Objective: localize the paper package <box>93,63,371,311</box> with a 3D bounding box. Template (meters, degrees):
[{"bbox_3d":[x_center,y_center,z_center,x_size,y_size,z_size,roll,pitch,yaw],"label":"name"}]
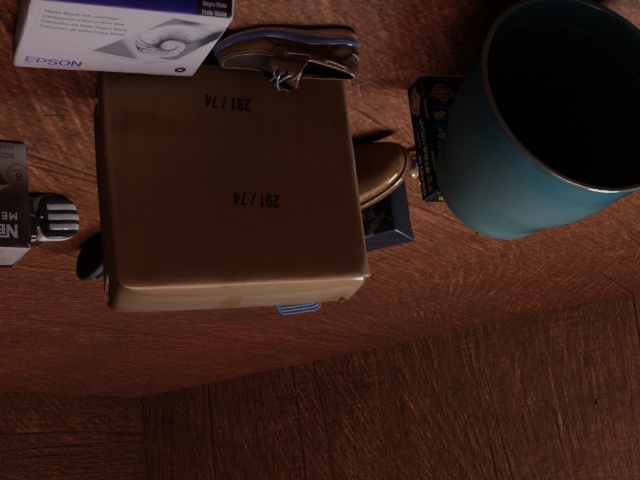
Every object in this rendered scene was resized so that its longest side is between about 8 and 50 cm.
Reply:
[{"bbox_3d":[-0.122,-0.069,1.326,0.325,0.309,0.168,-3,167,-17],"label":"paper package"}]

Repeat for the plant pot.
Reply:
[{"bbox_3d":[0.281,-0.132,1.314,0.272,0.271,0.255,-2,158,-19],"label":"plant pot"}]

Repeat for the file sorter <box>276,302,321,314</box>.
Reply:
[{"bbox_3d":[-0.062,0.107,2.419,0.118,0.104,0.170,-9,165,2],"label":"file sorter"}]

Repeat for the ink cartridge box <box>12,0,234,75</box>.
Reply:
[{"bbox_3d":[-0.216,-0.251,1.123,0.223,0.045,0.224,0,163,-23],"label":"ink cartridge box"}]

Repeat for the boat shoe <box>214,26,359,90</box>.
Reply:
[{"bbox_3d":[-0.040,-0.225,1.262,0.183,0.066,0.066,-5,165,-7],"label":"boat shoe"}]

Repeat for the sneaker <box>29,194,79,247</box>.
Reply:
[{"bbox_3d":[-0.567,-0.018,1.719,0.281,0.106,0.162,4,164,-39],"label":"sneaker"}]

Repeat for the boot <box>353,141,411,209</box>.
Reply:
[{"bbox_3d":[-0.005,-0.108,1.662,0.305,0.112,0.115,-11,154,22],"label":"boot"}]

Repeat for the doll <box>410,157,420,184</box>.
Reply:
[{"bbox_3d":[0.249,-0.147,1.731,0.189,0.046,0.129,-19,152,19],"label":"doll"}]

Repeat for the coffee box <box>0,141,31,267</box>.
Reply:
[{"bbox_3d":[-0.576,-0.055,1.446,0.297,0.168,0.119,3,162,-32],"label":"coffee box"}]

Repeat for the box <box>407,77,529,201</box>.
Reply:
[{"bbox_3d":[0.246,-0.146,1.483,0.220,0.175,0.051,-2,166,-20],"label":"box"}]

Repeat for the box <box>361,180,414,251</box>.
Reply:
[{"bbox_3d":[0.065,-0.064,1.740,0.158,0.156,0.093,-14,163,23],"label":"box"}]

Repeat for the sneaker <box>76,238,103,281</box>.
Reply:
[{"bbox_3d":[-0.391,0.032,2.014,0.130,0.087,0.227,15,149,-41],"label":"sneaker"}]
